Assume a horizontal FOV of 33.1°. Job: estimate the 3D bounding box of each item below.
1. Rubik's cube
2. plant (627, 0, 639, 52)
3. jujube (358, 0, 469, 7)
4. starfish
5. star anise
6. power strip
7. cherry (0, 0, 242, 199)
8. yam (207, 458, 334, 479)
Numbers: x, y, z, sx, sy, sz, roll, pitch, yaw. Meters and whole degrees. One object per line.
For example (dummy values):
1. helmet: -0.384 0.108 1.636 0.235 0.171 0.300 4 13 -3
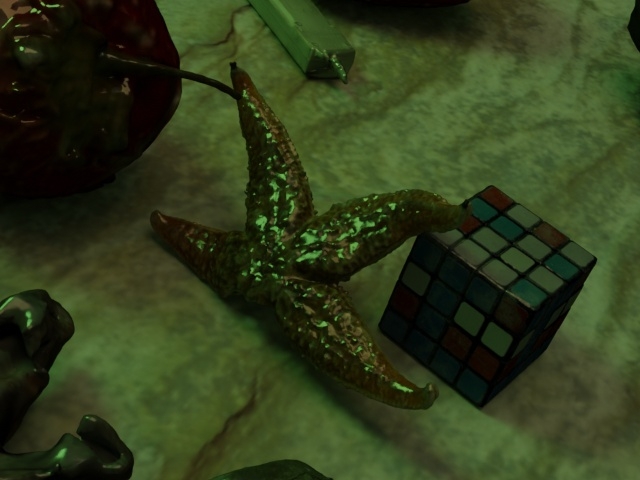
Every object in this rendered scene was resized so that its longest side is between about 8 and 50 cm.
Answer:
1. Rubik's cube: 0.111 0.035 0.717 0.092 0.092 0.092 38 42 21
2. plant: 0.403 -0.163 1.034 0.142 0.164 0.256 -21 65 -39
3. jujube: 0.074 -0.317 1.064 0.250 0.174 0.174 5 41 -14
4. starfish: 0.002 -0.001 0.686 0.247 0.138 0.050 33 3 27
5. star anise: -0.185 0.096 0.506 0.198 0.110 0.257 1 48 -23
6. power strip: -0.020 -0.200 0.990 0.047 0.030 0.191 -6 45 -31
7. cherry: -0.201 -0.137 0.722 0.192 0.175 0.250 -4 42 -41
8. yam: 0.013 0.179 0.501 0.183 0.107 0.107 37 41 22
